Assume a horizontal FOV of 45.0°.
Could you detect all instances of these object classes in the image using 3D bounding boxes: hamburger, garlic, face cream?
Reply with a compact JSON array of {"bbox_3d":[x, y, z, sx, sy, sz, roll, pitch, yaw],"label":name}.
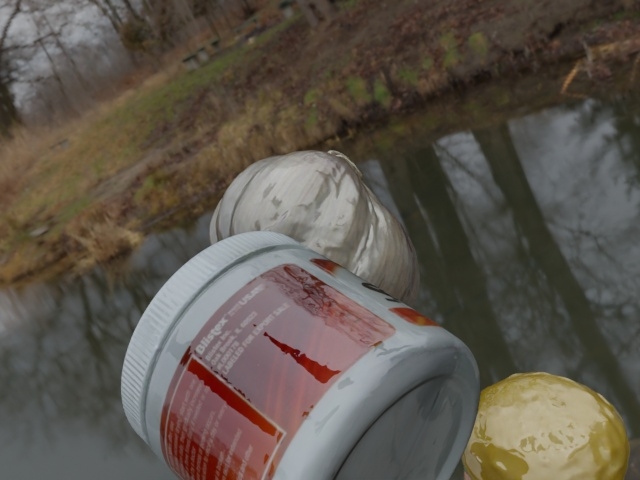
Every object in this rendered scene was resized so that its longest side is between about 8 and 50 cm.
[{"bbox_3d":[0.205,0.203,0.724,0.162,0.115,0.162,-5,38,4],"label":"hamburger"},{"bbox_3d":[-0.008,0.015,1.070,0.241,0.322,0.322,-33,17,-8],"label":"garlic"},{"bbox_3d":[-0.012,0.118,0.566,0.201,0.201,0.187,-36,47,-28],"label":"face cream"}]
